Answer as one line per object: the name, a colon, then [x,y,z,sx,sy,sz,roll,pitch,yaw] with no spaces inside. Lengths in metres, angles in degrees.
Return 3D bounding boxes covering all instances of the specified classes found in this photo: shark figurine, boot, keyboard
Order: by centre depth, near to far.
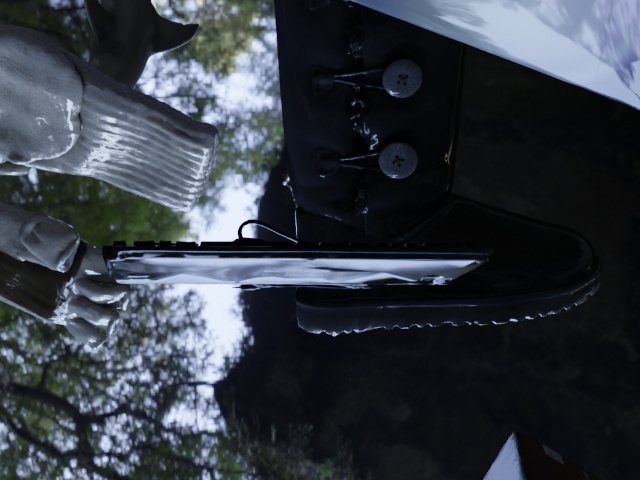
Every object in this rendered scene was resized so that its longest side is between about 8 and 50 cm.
keyboard: [-0.015,0.002,0.472,0.192,0.100,0.038,2,-103,-13]
shark figurine: [-0.185,-0.258,0.942,0.116,0.278,0.166,5,180,-4]
boot: [0.135,-0.136,0.952,0.367,0.445,0.146,-7,-162,-12]

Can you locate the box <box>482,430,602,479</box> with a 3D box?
box: [0.162,0.403,0.906,0.143,0.381,0.191,28,-173,7]

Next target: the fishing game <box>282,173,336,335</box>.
fishing game: [0.000,0.000,1.262,0.041,0.189,0.264,-11,-103,-24]

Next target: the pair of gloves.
pair of gloves: [-0.191,-0.033,0.562,0.204,0.240,0.042,28,-135,-12]

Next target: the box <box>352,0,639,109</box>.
box: [0.080,-0.261,0.435,0.294,0.296,0.183,26,-114,21]
